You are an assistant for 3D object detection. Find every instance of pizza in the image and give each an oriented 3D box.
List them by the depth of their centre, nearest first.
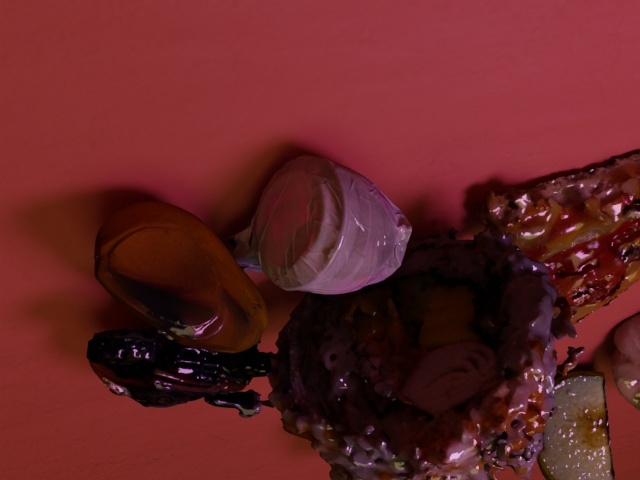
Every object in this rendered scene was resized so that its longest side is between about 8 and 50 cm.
[{"bbox_3d":[0.400,0.014,1.050,0.405,0.130,0.440,7,132,-31],"label":"pizza"}]

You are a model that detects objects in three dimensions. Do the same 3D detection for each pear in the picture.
[{"bbox_3d":[0.579,0.434,1.520,0.159,0.293,0.292,-6,144,23],"label":"pear"}]

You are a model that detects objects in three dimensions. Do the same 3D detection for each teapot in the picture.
[{"bbox_3d":[0.006,0.009,0.859,0.178,0.163,0.221,14,128,-42],"label":"teapot"}]

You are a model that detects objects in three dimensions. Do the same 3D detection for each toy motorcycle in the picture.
[{"bbox_3d":[-0.168,0.190,0.990,0.400,0.134,0.207,13,158,-36],"label":"toy motorcycle"}]

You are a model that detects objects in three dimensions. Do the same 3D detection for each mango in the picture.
[{"bbox_3d":[-0.167,0.052,0.819,0.236,0.166,0.136,40,72,-12],"label":"mango"}]

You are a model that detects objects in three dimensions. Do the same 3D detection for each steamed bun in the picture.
[{"bbox_3d":[0.817,0.261,1.413,0.372,0.230,0.325,13,126,-30],"label":"steamed bun"}]

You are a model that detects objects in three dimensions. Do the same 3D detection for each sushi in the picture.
[{"bbox_3d":[0.137,0.141,0.890,0.417,0.418,0.176,-26,128,6],"label":"sushi"}]

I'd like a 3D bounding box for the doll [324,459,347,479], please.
[{"bbox_3d":[0.149,0.363,1.254,0.247,0.247,0.349,21,141,-37],"label":"doll"}]
